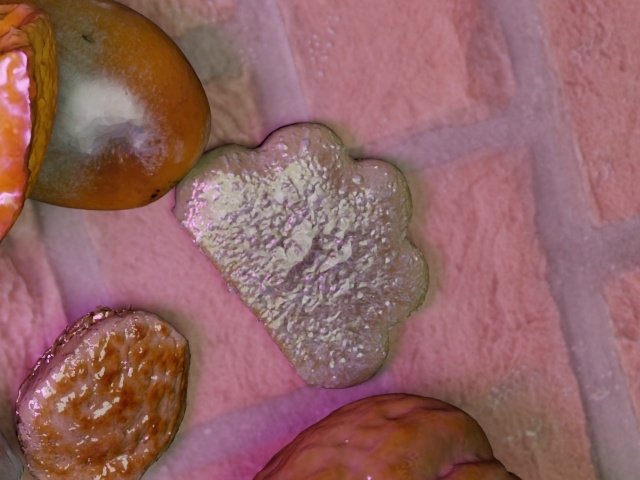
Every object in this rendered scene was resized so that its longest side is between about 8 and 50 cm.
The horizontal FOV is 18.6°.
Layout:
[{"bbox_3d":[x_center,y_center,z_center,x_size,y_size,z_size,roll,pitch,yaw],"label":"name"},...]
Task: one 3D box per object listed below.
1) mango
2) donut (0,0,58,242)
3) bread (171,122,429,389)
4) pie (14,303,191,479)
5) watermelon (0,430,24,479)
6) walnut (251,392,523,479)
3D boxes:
[{"bbox_3d":[-0.251,-0.136,1.733,0.316,0.146,0.193,21,96,-10],"label":"mango"},{"bbox_3d":[-0.430,-0.127,1.625,0.435,0.163,0.377,41,110,-1],"label":"donut"},{"bbox_3d":[0.000,0.000,1.880,0.207,0.056,0.286,-42,110,-3],"label":"bread"},{"bbox_3d":[-0.204,0.152,1.839,0.193,0.079,0.163,-46,115,-6],"label":"pie"},{"bbox_3d":[-0.346,0.136,1.761,0.094,0.154,0.241,-21,98,18],"label":"watermelon"},{"bbox_3d":[0.051,0.320,1.836,0.344,0.306,0.306,-44,109,-6],"label":"walnut"}]
